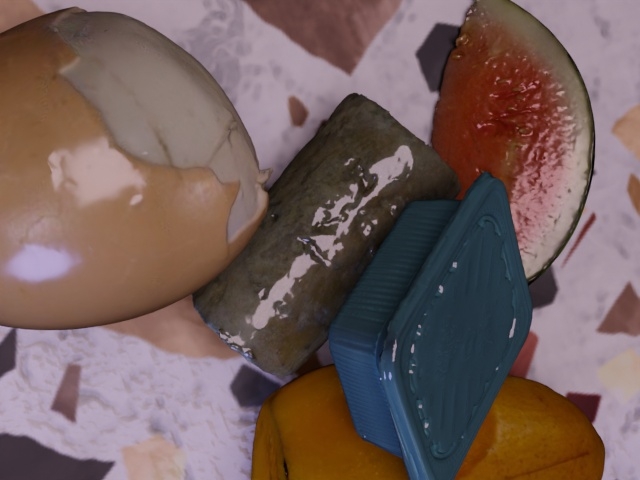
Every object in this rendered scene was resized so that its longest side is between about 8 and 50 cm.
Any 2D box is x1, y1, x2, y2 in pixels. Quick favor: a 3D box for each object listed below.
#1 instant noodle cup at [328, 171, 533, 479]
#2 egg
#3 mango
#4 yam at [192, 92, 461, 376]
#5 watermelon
[{"bbox_3d":[0.070,0.057,0.949,0.179,0.070,0.157,-55,144,-34],"label":"instant noodle cup"},{"bbox_3d":[-0.160,-0.040,0.921,0.244,0.201,0.201,-23,99,0],"label":"egg"},{"bbox_3d":[0.082,0.179,1.027,0.257,0.138,0.187,3,66,-14],"label":"mango"},{"bbox_3d":[0.000,0.000,1.008,0.107,0.107,0.194,42,85,-13],"label":"yam"},{"bbox_3d":[0.139,-0.061,1.067,0.119,0.063,0.245,8,93,-1],"label":"watermelon"}]
